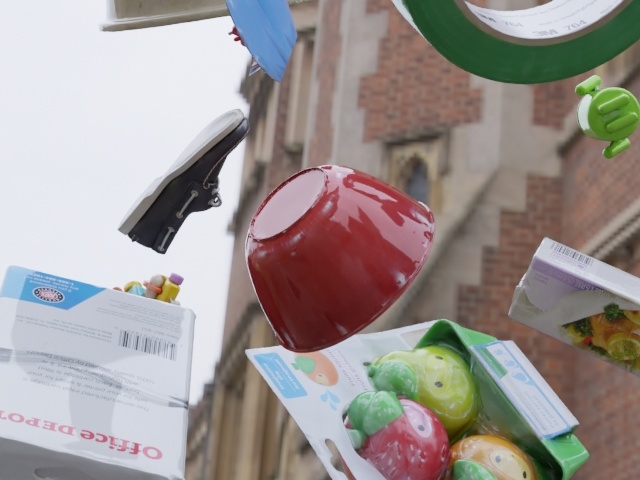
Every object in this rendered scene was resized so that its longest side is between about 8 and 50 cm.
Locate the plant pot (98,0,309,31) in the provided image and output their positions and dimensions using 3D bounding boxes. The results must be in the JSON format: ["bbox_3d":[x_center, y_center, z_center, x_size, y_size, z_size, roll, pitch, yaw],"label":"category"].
[{"bbox_3d":[-0.157,-0.453,1.902,0.333,0.305,0.334,-9,12,2],"label":"plant pot"}]

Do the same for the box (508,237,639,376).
[{"bbox_3d":[0.316,0.095,1.191,0.324,0.063,0.067,24,22,9],"label":"box"}]

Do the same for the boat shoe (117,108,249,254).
[{"bbox_3d":[-0.131,-0.059,1.513,0.065,0.075,0.206,41,-58,-13],"label":"boat shoe"}]

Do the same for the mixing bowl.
[{"bbox_3d":[0.000,0.000,1.272,0.181,0.181,0.098,-17,-55,45],"label":"mixing bowl"}]

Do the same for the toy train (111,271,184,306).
[{"bbox_3d":[-0.229,0.098,1.836,0.046,0.125,0.166,27,-23,-36],"label":"toy train"}]

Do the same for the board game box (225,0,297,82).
[{"bbox_3d":[-0.078,-0.243,1.540,0.033,0.169,0.133,-20,-62,22],"label":"board game box"}]

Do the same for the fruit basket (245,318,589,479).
[{"bbox_3d":[0.127,0.214,1.552,0.353,0.327,0.165,4,-47,-53],"label":"fruit basket"}]

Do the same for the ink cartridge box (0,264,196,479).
[{"bbox_3d":[-0.261,0.180,1.544,0.223,0.307,0.129,16,-62,-11],"label":"ink cartridge box"}]

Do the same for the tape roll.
[{"bbox_3d":[0.209,-0.307,1.355,0.321,0.077,0.321,-9,-58,-15],"label":"tape roll"}]

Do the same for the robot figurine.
[{"bbox_3d":[0.357,-0.156,1.790,0.067,0.101,0.115,-28,6,0],"label":"robot figurine"}]
